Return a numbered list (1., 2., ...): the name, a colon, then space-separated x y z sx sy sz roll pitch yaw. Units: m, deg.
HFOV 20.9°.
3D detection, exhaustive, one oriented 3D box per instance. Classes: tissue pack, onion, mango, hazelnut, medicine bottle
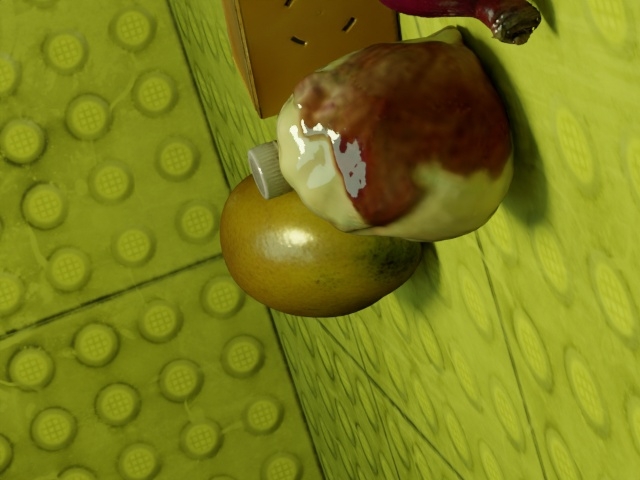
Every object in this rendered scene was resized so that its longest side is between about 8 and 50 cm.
1. tissue pack: -0.026 -0.309 2.062 0.275 0.194 0.145 81 165 -47
2. onion: 0.117 -0.261 1.592 0.218 0.139 0.195 63 162 16
3. mango: 0.000 0.000 2.441 0.378 0.263 0.221 5 78 64
4. hazelnut: 0.093 -0.117 1.839 0.261 0.261 0.241 174 107 -80
5. medicine bottle: 0.019 -0.118 2.150 0.122 0.212 0.122 160 90 -80

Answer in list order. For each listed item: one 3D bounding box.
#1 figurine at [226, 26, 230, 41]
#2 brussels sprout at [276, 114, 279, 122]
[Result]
1. figurine: -0.080 -0.321 2.606 0.125 0.125 0.138 65 -176 26
2. brussels sprout: 0.017 -0.155 2.294 0.131 0.145 0.183 61 169 15
